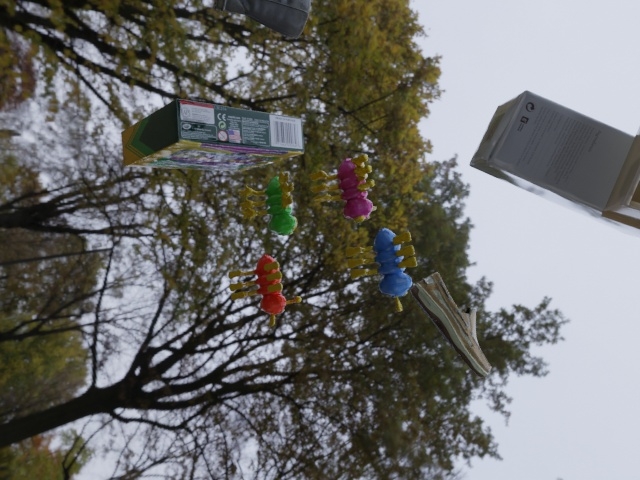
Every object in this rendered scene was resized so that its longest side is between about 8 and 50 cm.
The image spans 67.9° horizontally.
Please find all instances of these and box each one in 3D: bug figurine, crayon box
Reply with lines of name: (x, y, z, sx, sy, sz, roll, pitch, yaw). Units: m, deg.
bug figurine: (0.000, 0.000, 0.653, 0.279, 0.072, 0.216, -12, -98, 28)
crayon box: (-0.282, -0.259, 1.250, 0.313, 0.363, 0.106, -3, -89, 46)

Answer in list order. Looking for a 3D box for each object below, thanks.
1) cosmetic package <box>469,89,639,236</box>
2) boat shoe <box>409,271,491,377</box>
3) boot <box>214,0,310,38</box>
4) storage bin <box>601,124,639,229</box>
cosmetic package: (0.524, -0.144, 0.960, 0.385, 0.217, 0.156, 26, -80, 4)
boat shoe: (0.234, 0.138, 0.798, 0.072, 0.068, 0.190, -37, -90, 1)
boot: (-0.115, -0.559, 1.040, 0.076, 0.209, 0.189, -110, -146, -46)
storage bin: (0.615, -0.117, 0.710, 0.260, 0.123, 0.262, 23, -90, 14)
